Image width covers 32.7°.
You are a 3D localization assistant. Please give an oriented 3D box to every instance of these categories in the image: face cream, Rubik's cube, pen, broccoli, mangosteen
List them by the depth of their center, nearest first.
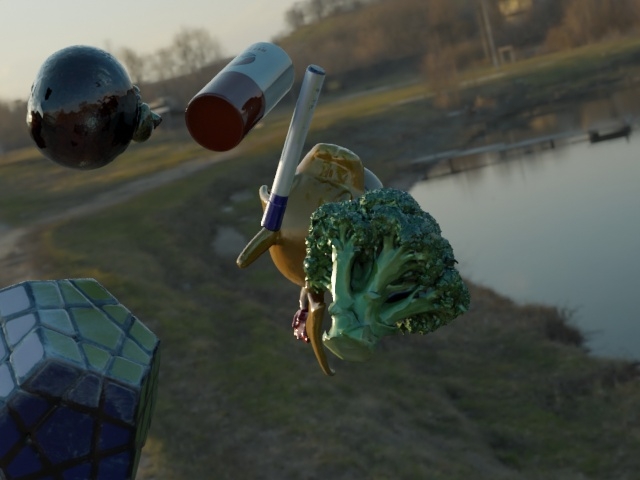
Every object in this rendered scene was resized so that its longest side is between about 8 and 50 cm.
[{"bbox_3d":[-0.343,0.196,1.338,0.319,0.319,0.264,-17,17,-23],"label":"Rubik's cube"},{"bbox_3d":[0.090,0.058,1.605,0.270,0.270,0.270,-8,42,36],"label":"broccoli"},{"bbox_3d":[-0.119,-0.219,1.643,0.096,0.095,0.214,-10,25,26],"label":"face cream"},{"bbox_3d":[-0.042,-0.138,1.669,0.033,0.269,0.033,15,23,-7],"label":"pen"},{"bbox_3d":[-0.388,-0.216,1.841,0.216,0.216,0.216,-13,8,2],"label":"mangosteen"}]

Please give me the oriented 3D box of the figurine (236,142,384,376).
[{"bbox_3d":[0.017,0.030,2.047,0.268,0.400,0.387,-12,-21,9],"label":"figurine"}]
